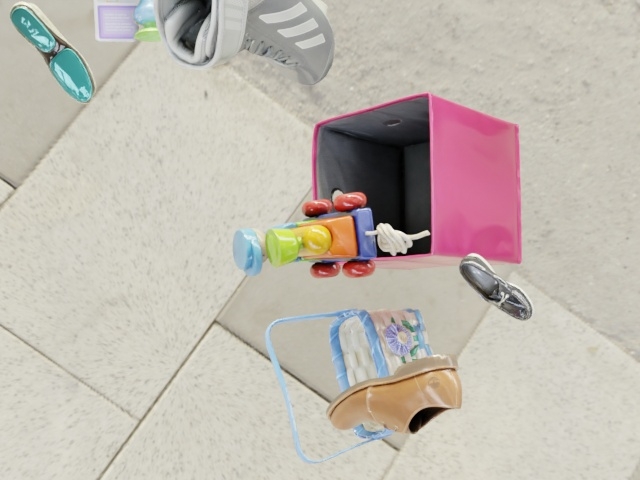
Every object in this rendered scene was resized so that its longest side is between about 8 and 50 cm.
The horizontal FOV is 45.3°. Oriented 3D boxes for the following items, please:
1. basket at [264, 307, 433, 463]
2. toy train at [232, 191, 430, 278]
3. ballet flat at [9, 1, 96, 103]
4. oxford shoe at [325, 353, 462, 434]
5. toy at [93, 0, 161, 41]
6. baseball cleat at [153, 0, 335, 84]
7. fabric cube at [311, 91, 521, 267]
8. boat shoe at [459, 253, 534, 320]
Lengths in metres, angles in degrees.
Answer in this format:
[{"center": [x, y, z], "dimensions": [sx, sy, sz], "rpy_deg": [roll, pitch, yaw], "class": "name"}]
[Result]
[{"center": [0.062, 0.237, 1.374], "dimensions": [0.289, 0.201, 0.255], "rpy_deg": [-13, 76, -18], "class": "basket"}, {"center": [0.000, 0.000, 0.923], "dimensions": [0.143, 0.248, 0.105], "rpy_deg": [-8, 91, -28], "class": "toy train"}, {"center": [-0.382, -0.278, 1.122], "dimensions": [0.057, 0.052, 0.168], "rpy_deg": [-30, 109, 14], "class": "ballet flat"}, {"center": [0.085, 0.207, 0.942], "dimensions": [0.076, 0.212, 0.076], "rpy_deg": [10, 59, -40], "class": "oxford shoe"}, {"center": [-0.207, -0.361, 0.919], "dimensions": [0.137, 0.056, 0.237], "rpy_deg": [-3, 92, -12], "class": "toy"}, {"center": [-0.048, -0.135, 0.469], "dimensions": [0.072, 0.206, 0.109], "rpy_deg": [23, 76, 22], "class": "baseball cleat"}, {"center": [0.165, -0.083, 1.311], "dimensions": [0.258, 0.259, 0.254], "rpy_deg": [4, 82, -45], "class": "fabric cube"}, {"center": [0.246, 0.069, 1.078], "dimensions": [0.125, 0.038, 0.046], "rpy_deg": [47, 120, 9], "class": "boat shoe"}]
